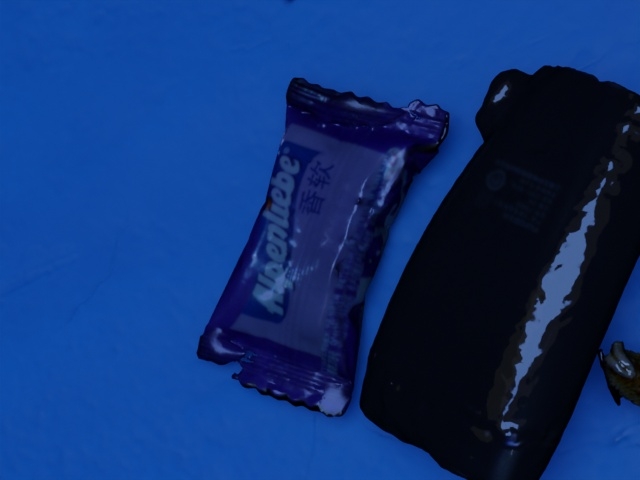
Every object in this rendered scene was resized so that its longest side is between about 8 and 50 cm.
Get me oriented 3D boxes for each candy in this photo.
[{"bbox_3d":[0.000,0.000,1.604,0.145,0.070,0.275,20,93,20],"label":"candy"}]

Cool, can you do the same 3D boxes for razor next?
[{"bbox_3d":[0.157,0.026,1.522,0.189,0.107,0.327,26,92,42],"label":"razor"}]

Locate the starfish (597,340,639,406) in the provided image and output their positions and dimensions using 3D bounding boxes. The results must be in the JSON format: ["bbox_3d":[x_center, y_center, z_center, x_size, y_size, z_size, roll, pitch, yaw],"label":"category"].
[{"bbox_3d":[0.367,0.112,1.492,0.303,0.113,0.312,4,88,12],"label":"starfish"}]
